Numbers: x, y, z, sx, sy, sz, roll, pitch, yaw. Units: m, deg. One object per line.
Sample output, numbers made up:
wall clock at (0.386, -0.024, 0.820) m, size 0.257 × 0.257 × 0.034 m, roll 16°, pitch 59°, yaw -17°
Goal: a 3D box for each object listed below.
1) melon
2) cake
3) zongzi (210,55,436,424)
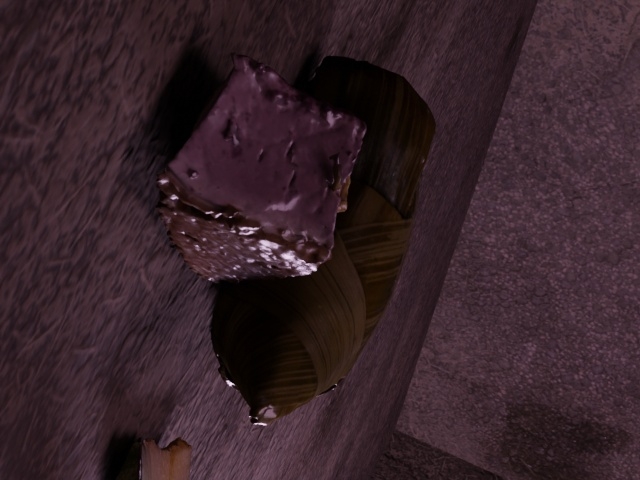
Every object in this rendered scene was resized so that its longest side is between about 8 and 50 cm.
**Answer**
melon at (-0.135, 0.201, 1.157) m, size 0.182 × 0.054 × 0.098 m, roll 54°, pitch 54°, yaw -79°
cake at (-0.040, -0.030, 0.994) m, size 0.116 × 0.112 × 0.295 m, roll -64°, pitch -178°, yaw -8°
zongzi at (0.000, 0.000, 1.123) m, size 0.288 × 0.134 × 0.286 m, roll -48°, pitch 157°, yaw -86°
